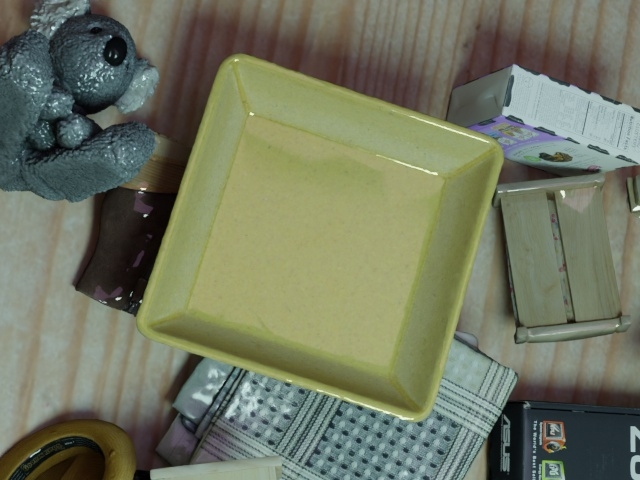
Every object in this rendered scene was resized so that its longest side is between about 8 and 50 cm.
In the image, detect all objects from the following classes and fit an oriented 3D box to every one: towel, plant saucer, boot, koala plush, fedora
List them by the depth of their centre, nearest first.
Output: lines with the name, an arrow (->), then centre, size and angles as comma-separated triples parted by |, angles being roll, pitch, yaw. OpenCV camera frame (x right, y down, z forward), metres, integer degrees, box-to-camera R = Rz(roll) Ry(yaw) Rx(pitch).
fedora -> -0.275, 0.283, 1.692 | 0.194, 0.194, 0.079 | -43, 134, -20
plant saucer -> 0.000, 0.000, 1.736 | 0.333, 0.081, 0.332 | 18, 78, -5
koala plush -> -0.278, -0.170, 1.737 | 0.196, 0.203, 0.221 | 41, 50, -21
towel -> 0.015, 0.195, 1.770 | 0.324, 0.056, 0.312 | 31, 84, 7
boot -> -0.141, 0.004, 1.813 | 0.248, 0.090, 0.207 | 20, 89, -19

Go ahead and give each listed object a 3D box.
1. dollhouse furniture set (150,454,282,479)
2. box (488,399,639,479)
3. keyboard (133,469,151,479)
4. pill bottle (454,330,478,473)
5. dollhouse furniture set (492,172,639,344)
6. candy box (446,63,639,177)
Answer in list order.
dollhouse furniture set -> -0.146, 0.391, 1.693 | 0.286, 0.303, 0.198 | -5, 61, -5
box -> 0.359, 0.402, 1.936 | 0.318, 0.097, 0.395 | 7, 81, -24
keyboard -> -0.214, 0.347, 1.735 | 0.100, 0.038, 0.192 | 26, 78, -60
pill bottle -> 0.120, 0.217, 1.852 | 0.121, 0.121, 0.221 | 8, 81, -20
dollhouse furniture set -> 0.329, 0.090, 1.965 | 0.356, 0.174, 0.303 | -5, 71, -1
candy box -> 0.276, -0.141, 1.933 | 0.196, 0.165, 0.070 | 17, 79, -19
